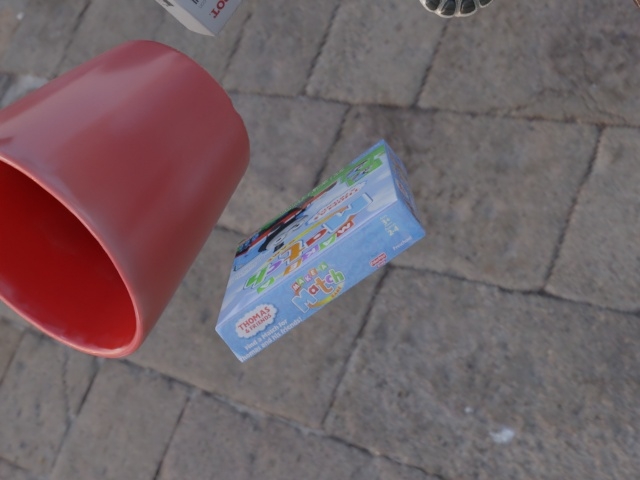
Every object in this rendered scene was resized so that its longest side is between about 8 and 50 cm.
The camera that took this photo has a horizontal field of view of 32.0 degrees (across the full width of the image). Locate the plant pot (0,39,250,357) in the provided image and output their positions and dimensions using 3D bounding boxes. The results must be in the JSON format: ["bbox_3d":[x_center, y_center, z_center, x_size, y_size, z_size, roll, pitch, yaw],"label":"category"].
[{"bbox_3d":[-0.215,-0.059,1.138,0.274,0.275,0.243,5,43,40],"label":"plant pot"}]

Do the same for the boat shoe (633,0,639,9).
[{"bbox_3d":[0.359,-0.148,1.026,0.116,0.123,0.324,-30,50,8],"label":"boat shoe"}]

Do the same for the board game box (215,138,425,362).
[{"bbox_3d":[0.000,0.000,0.867,0.160,0.039,0.211,-35,14,10],"label":"board game box"}]

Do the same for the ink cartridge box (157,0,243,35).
[{"bbox_3d":[-0.161,-0.354,1.262,0.153,0.208,0.087,-54,34,-3],"label":"ink cartridge box"}]

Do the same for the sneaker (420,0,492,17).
[{"bbox_3d":[0.053,-0.196,0.565,0.073,0.063,0.162,-130,36,-72],"label":"sneaker"}]
